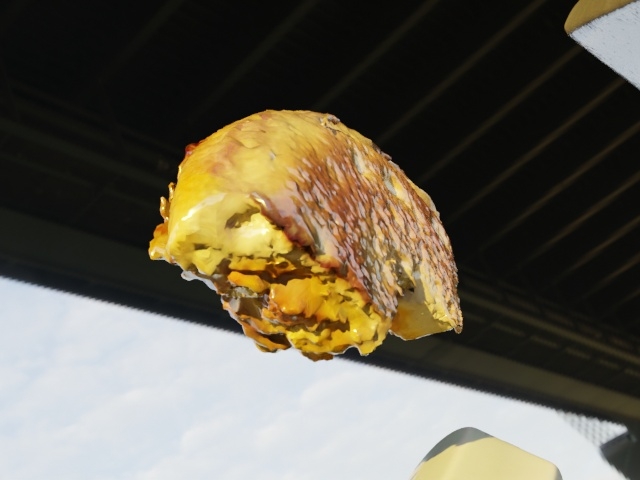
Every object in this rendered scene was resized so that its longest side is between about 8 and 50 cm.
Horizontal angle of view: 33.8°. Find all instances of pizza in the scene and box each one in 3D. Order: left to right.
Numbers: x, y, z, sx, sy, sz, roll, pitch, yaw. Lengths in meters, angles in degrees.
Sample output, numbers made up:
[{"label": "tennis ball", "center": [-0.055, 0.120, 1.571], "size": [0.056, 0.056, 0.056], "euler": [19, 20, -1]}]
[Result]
[{"label": "pizza", "center": [0.000, 0.000, 0.614], "size": [0.085, 0.161, 0.305], "euler": [-30, -12, 20]}]

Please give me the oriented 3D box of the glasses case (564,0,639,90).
[{"label": "glasses case", "center": [0.149, -0.083, 0.414], "size": [0.042, 0.072, 0.190], "euler": [-45, 3, 6]}]

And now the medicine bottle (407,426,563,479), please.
[{"label": "medicine bottle", "center": [0.081, 0.221, 0.655], "size": [0.179, 0.124, 0.324], "euler": [-71, -15, 13]}]
